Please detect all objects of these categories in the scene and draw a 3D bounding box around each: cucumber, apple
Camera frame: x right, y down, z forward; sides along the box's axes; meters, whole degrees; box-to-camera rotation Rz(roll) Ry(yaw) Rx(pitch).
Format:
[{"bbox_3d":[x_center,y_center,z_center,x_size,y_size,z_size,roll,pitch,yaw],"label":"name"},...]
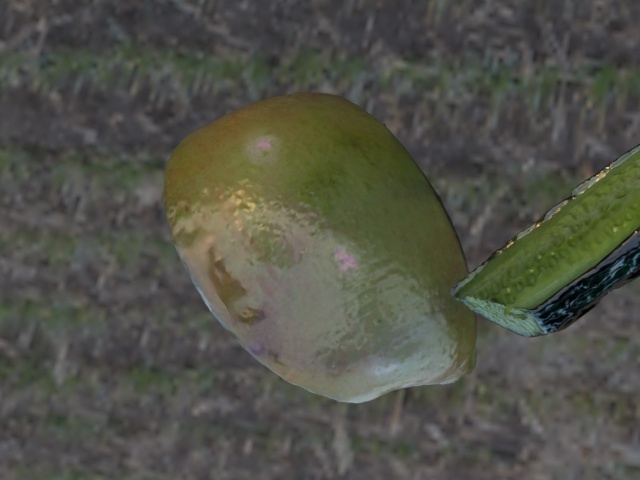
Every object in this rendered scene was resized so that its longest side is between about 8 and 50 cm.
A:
[{"bbox_3d":[0.174,-0.012,1.063,0.220,0.070,0.046,-40,114,10],"label":"cucumber"},{"bbox_3d":[0.000,0.000,1.426,0.265,0.193,0.120,57,143,15],"label":"apple"}]
